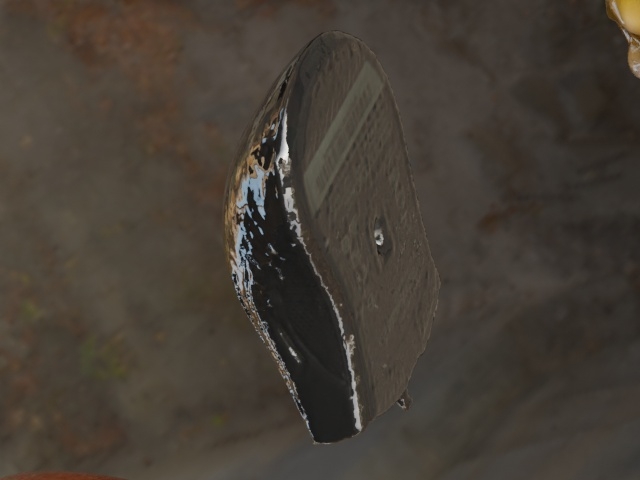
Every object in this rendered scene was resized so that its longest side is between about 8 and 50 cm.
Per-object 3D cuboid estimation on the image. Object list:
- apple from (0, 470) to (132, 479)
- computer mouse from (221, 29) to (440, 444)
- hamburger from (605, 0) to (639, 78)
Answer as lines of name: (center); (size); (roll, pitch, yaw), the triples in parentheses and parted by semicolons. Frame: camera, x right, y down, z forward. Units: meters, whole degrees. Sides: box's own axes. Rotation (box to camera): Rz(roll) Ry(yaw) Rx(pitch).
apple: (-0.118, 0.247, 1.042); (0.253, 0.253, 0.254); (25, 136, 27)
computer mouse: (0.000, 0.000, 1.123); (0.088, 0.147, 0.264); (2, 128, 28)
hamburger: (0.206, -0.076, 0.716); (0.237, 0.149, 0.237); (28, 165, 8)
